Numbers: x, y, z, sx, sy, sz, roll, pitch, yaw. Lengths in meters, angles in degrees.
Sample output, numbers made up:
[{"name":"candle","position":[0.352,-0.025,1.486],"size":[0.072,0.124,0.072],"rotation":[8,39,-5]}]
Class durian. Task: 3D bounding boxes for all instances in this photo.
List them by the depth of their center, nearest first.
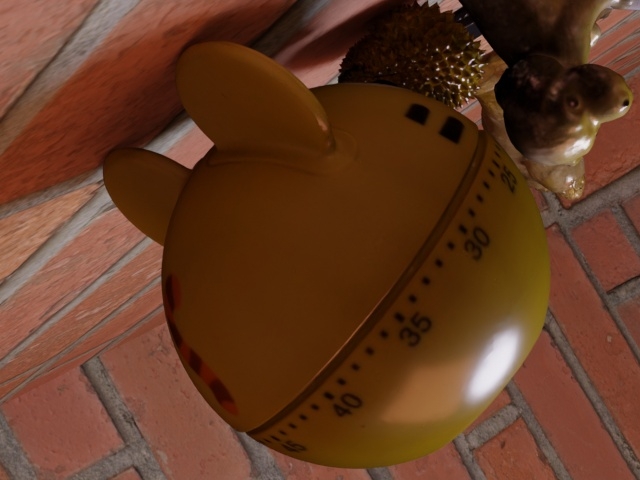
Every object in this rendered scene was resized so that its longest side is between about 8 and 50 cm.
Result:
[{"name":"durian","position":[0.085,-0.160,1.386],"size":[0.168,0.137,0.158],"rotation":[-21,140,-52]}]

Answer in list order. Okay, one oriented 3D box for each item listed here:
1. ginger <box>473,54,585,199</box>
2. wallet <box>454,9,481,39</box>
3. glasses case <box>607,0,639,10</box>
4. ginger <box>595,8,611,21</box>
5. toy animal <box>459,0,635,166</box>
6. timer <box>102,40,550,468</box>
[{"name":"ginger","position":[0.311,-0.164,2.199],"size":[0.166,0.236,0.375],"rotation":[-15,178,23]},{"name":"wallet","position":[0.105,-0.208,1.662],"size":[0.244,0.025,0.124],"rotation":[-33,175,19]},{"name":"glasses case","position":[0.407,-0.314,1.754],"size":[0.193,0.049,0.074],"rotation":[5,-155,11]},{"name":"ginger","position":[0.368,-0.318,2.015],"size":[0.173,0.051,0.069],"rotation":[-25,177,-33]},{"name":"toy animal","position":[0.194,-0.187,1.229],"size":[0.168,0.233,0.121],"rotation":[-37,-174,-31]},{"name":"timer","position":[0.000,0.000,1.219],"size":[0.376,0.387,0.376],"rotation":[-50,-174,7]}]
